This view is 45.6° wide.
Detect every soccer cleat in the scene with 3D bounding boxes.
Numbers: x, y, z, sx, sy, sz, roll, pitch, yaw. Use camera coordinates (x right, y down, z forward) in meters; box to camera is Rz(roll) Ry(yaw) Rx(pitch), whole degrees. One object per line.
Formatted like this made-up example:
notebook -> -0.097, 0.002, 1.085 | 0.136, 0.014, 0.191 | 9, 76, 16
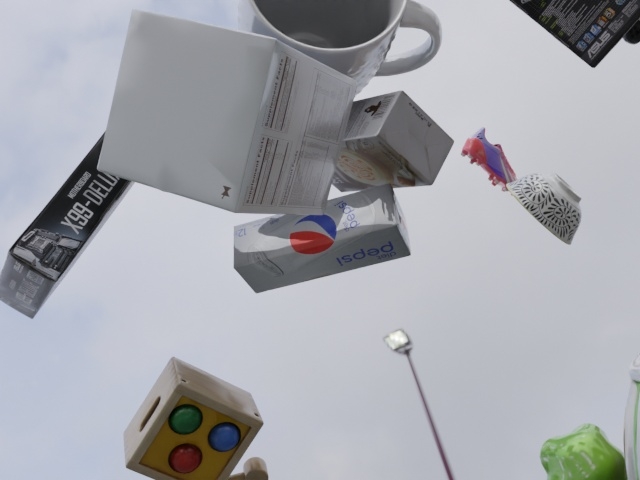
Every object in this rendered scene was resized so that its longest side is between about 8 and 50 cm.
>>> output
soccer cleat -> 0.486, -0.210, 2.086 | 0.248, 0.083, 0.095 | 35, -87, -29

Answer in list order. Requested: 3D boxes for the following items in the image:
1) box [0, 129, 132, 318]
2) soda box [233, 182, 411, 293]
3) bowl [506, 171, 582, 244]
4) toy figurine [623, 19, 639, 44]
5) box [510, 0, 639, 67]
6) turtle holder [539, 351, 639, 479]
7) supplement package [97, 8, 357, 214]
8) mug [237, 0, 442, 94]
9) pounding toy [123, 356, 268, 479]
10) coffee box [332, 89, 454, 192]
box -> -0.360, -0.046, 1.154 | 0.076, 0.307, 0.242 | 36, -30, -13
soda box -> 0.000, 0.000, 1.282 | 0.286, 0.091, 0.098 | -14, -37, 13
bowl -> 0.447, -0.078, 1.466 | 0.170, 0.170, 0.080 | 26, -65, -41
toy figurine -> 0.590, -0.509, 1.545 | 0.210, 0.148, 0.213 | -1, -34, -7
box -> 0.396, -0.413, 1.069 | 0.060, 0.216, 0.270 | -41, -10, -44
turtle holder -> 0.346, 0.165, 0.594 | 0.243, 0.227, 0.320 | -32, -5, -13
supplement package -> -0.106, -0.152, 0.974 | 0.263, 0.199, 0.198 | -4, -70, -68
mug -> 0.035, -0.372, 1.381 | 0.374, 0.276, 0.328 | 2, -17, -8
pounding toy -> -0.147, 0.285, 0.993 | 0.206, 0.094, 0.181 | 31, -85, -22
coffee box -> 0.084, -0.163, 1.310 | 0.141, 0.098, 0.246 | 38, -20, -28
